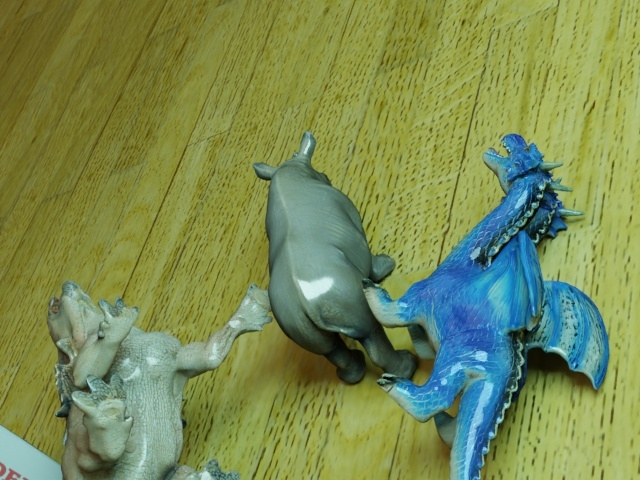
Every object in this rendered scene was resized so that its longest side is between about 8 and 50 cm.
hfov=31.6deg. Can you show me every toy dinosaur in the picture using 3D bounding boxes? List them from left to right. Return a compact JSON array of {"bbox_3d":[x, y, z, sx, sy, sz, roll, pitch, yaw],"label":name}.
[{"bbox_3d":[-0.136,0.140,0.774,0.200,0.127,0.296,-50,25,40],"label":"toy dinosaur"}]

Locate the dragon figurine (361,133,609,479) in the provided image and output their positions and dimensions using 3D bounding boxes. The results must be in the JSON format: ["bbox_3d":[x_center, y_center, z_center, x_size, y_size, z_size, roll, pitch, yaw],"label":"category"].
[{"bbox_3d":[0.111,0.051,0.663,0.144,0.085,0.289,-33,34,19],"label":"dragon figurine"}]

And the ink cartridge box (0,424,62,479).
[{"bbox_3d":[-0.333,0.243,0.846,0.114,0.197,0.273,8,61,49],"label":"ink cartridge box"}]

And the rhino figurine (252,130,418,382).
[{"bbox_3d":[0.000,0.000,0.822,0.073,0.106,0.243,-34,35,16],"label":"rhino figurine"}]
